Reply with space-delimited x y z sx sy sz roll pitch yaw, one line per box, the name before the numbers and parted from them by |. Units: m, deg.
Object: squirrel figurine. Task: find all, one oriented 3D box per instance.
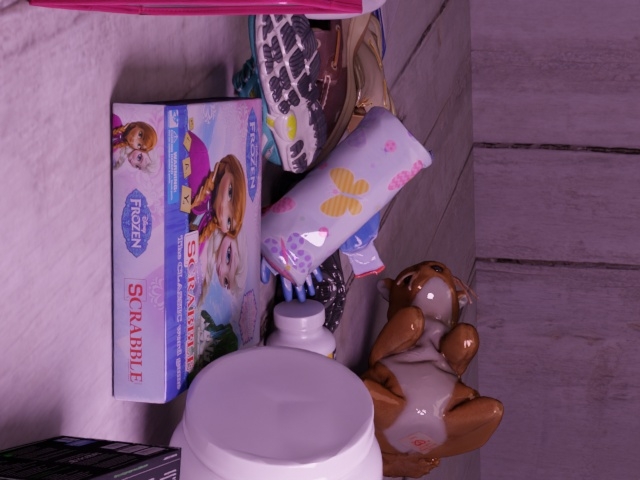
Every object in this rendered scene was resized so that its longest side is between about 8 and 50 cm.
squirrel figurine | 0.181 0.243 2.485 0.397 0.281 0.370 96 -3 -52

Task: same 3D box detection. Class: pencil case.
pencil case | 0.024 -0.062 1.768 0.273 0.113 0.124 -44 -174 -6

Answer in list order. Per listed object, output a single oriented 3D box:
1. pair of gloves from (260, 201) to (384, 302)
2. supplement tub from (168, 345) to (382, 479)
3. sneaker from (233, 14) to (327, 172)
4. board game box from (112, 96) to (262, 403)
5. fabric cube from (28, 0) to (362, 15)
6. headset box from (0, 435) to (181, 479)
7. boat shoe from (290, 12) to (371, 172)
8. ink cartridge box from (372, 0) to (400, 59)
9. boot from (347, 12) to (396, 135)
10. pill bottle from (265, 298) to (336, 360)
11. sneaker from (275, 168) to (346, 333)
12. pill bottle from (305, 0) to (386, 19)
pair of gloves | 0.000 0.000 1.851 0.023 0.198 0.159 -142 -147 -69
supplement tub | -0.056 0.312 1.466 0.241 0.241 0.331 -63 162 -56
sneaker | -0.068 -0.199 1.664 0.107 0.110 0.275 -49 150 -34
board game box | -0.146 -0.005 1.488 0.318 0.066 0.318 -28 120 -72
fabric cube | -0.108 -0.344 1.210 0.259 0.254 0.258 -26 119 -72
headset box | -0.230 0.329 1.124 0.246 0.131 0.283 4 89 -75
boat shoe | -0.017 -0.262 1.870 0.123 0.123 0.342 35 60 -37
ink cartridge box | 0.101 -0.481 2.307 0.186 0.065 0.311 77 20 -45
boot | 0.056 -0.231 2.125 0.203 0.095 0.262 -57 145 -62
pill bottle | -0.027 0.184 1.887 0.103 0.103 0.184 -52 143 -64
sneaker | -0.007 0.016 1.943 0.130 0.109 0.286 -65 157 -73
pill bottle | 0.011 -0.458 1.775 0.162 0.162 0.278 26 61 -73
